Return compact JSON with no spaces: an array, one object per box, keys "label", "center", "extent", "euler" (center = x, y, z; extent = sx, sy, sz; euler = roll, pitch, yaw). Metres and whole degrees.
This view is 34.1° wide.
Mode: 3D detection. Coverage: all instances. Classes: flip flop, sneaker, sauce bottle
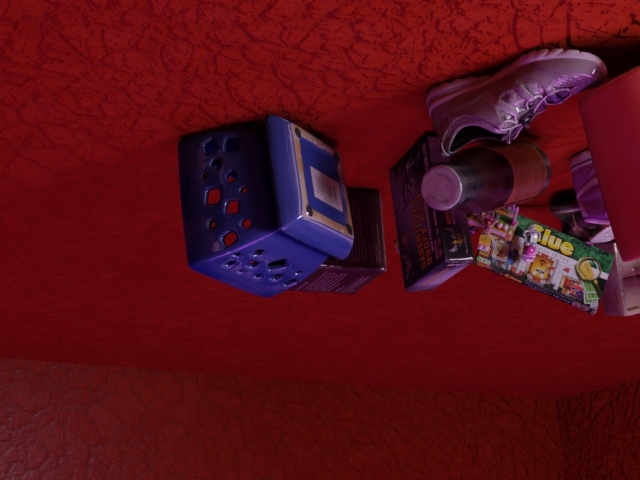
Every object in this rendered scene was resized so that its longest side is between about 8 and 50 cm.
[{"label":"flip flop","center":[0.540,-0.026,2.164],"extent":[0.112,0.080,0.277],"euler":[-8,160,13]},{"label":"sneaker","center":[0.294,-0.198,1.551],"extent":[0.281,0.115,0.105],"euler":[-16,158,34]},{"label":"sneaker","center":[0.582,-0.055,2.061],"extent":[0.061,0.065,0.158],"euler":[3,143,-30]},{"label":"sauce bottle","center":[0.269,-0.101,1.688],"extent":[0.111,0.111,0.344],"euler":[-15,179,31]},{"label":"sneaker","center":[0.562,-0.107,1.804],"extent":[0.102,0.161,0.282],"euler":[10,156,-31]}]

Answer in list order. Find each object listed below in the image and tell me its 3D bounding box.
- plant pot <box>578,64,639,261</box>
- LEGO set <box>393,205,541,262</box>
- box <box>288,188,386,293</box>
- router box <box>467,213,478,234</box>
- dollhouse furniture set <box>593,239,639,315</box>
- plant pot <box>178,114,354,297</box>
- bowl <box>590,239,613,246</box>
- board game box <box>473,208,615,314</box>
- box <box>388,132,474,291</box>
[{"label":"plant pot","center":[0.512,-0.134,1.499],"extent":[0.275,0.243,0.275],"euler":[-24,174,-3]},{"label":"LEGO set","center":[0.287,-0.035,2.046],"extent":[0.287,0.132,0.107],"euler":[2,153,4]},{"label":"box","center":[0.000,0.000,2.014],"extent":[0.203,0.167,0.168],"euler":[4,161,-21]},{"label":"router box","center":[0.257,-0.024,2.188],"extent":[0.092,0.038,0.122],"euler":[10,158,-32]},{"label":"dollhouse furniture set","center":[0.774,0.058,2.060],"extent":[0.256,0.362,0.394],"euler":[-11,-177,-23]},{"label":"plant pot","center":[-0.080,-0.062,1.731],"extent":[0.212,0.236,0.236],"euler":[-20,156,26]},{"label":"bowl","center":[0.660,0.023,2.382],"extent":[0.142,0.053,0.142],"euler":[-5,163,7]},{"label":"board game box","center":[0.450,0.038,2.100],"extent":[0.259,0.136,0.030],"euler":[23,154,4]},{"label":"box","center":[0.188,-0.046,1.809],"extent":[0.056,0.231,0.183],"euler":[0,163,-19]}]
